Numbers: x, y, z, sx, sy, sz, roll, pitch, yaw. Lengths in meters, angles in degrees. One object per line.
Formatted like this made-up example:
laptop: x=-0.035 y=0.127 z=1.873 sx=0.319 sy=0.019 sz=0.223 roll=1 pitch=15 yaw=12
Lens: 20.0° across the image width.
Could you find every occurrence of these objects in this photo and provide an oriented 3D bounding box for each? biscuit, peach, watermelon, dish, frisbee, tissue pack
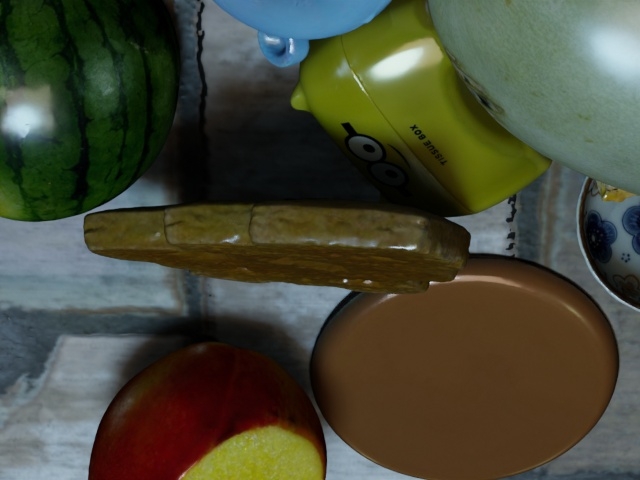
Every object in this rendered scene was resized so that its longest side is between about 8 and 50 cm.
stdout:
biscuit: x=0.000 y=-0.001 z=1.261 sx=0.278 sy=0.043 sz=0.301 roll=9 pitch=171 yaw=-31
peach: x=-0.088 y=0.183 z=1.427 sx=0.190 sy=0.192 sz=0.190 roll=0 pitch=142 yaw=0
watermelon: x=-0.199 y=-0.102 z=1.236 sx=0.204 sy=0.127 sz=0.232 roll=7 pitch=126 yaw=-5
dish: x=0.250 y=-0.016 z=1.335 sx=0.141 sy=0.078 sz=0.141 roll=0 pitch=92 yaw=-3
frisbee: x=0.116 y=0.111 z=1.471 sx=0.251 sy=0.021 sz=0.251 roll=0 pitch=130 yaw=0
tissue pack: x=0.066 y=-0.101 z=1.228 sx=0.127 sy=0.123 sz=0.178 roll=-21 pitch=130 yaw=28

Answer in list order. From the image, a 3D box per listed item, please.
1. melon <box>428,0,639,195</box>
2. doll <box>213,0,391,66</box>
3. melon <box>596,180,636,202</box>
melon: x=0.228 y=-0.151 z=1.091 sx=0.330 sy=0.268 sz=0.268 roll=18 pitch=128 yaw=-23
doll: x=-0.009 y=-0.249 z=1.096 sx=0.177 sy=0.141 sz=0.314 roll=31 pitch=127 yaw=33
melon: x=0.272 y=-0.081 z=1.268 sx=0.182 sy=0.098 sz=0.054 roll=-6 pitch=157 yaw=-13
